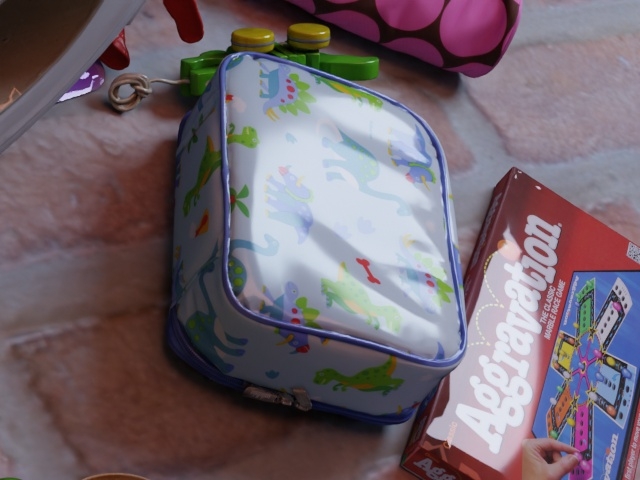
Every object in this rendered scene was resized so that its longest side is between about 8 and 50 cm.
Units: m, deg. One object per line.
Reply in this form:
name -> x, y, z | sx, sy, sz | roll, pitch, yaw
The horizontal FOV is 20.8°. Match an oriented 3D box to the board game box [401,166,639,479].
board game box -> 0.152, 0.078, 1.145 | 0.145, 0.027, 0.281 | 31, 43, -7

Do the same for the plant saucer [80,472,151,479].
plant saucer -> -0.104, 0.159, 0.894 | 0.083, 0.015, 0.083 | 8, 50, -9

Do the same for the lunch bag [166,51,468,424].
lunch bag -> 0.000, 0.000, 1.058 | 0.176, 0.090, 0.219 | 15, 47, -23

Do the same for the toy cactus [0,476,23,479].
toy cactus -> -0.205, 0.158, 0.682 | 0.181, 0.112, 0.219 | 23, 58, 15

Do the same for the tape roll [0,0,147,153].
tape roll -> -0.188, -0.132, 0.898 | 0.100, 0.286, 0.286 | 43, 42, 5

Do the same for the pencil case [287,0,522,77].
pencil case -> 0.044, -0.196, 1.250 | 0.209, 0.098, 0.095 | 17, 47, -21

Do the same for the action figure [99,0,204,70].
action figure -> -0.141, -0.263, 1.149 | 0.139, 0.091, 0.280 | 61, 15, -48

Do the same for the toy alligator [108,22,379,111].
toy alligator -> -0.055, -0.112, 1.149 | 0.190, 0.056, 0.051 | -7, 22, -21

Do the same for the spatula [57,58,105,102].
spatula -> -0.245, -0.207, 1.107 | 0.084, 0.030, 0.296 | -27, 73, -45
